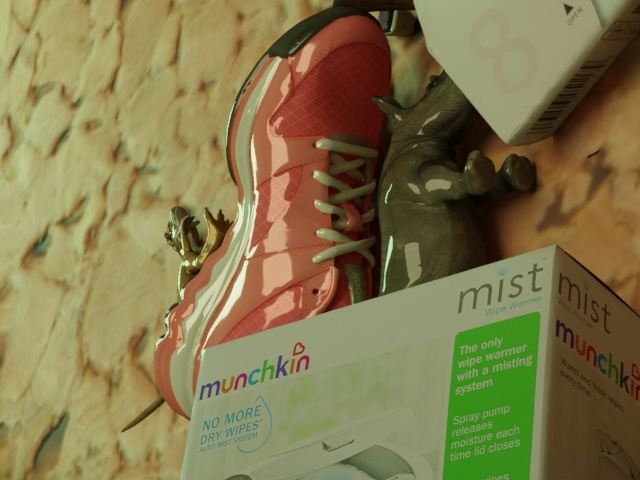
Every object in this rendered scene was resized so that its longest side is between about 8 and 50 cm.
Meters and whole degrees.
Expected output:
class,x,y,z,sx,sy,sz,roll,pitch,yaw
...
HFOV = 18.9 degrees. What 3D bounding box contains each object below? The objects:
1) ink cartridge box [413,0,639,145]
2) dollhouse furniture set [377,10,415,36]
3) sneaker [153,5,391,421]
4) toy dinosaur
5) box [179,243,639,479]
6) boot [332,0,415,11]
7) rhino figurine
class,x,y,z,sx,sy,sz,roll,pitch,yaw
ink cartridge box,0.115,-0.205,1.196,0.232,0.066,0.189,50,126,20
dollhouse furniture set,0.008,-0.193,1.378,0.114,0.081,0.091,-4,72,50
sneaker,0.000,0.000,1.307,0.136,0.116,0.314,30,106,43
toy dinosaur,-0.086,0.044,1.415,0.112,0.064,0.211,-52,22,33
box,0.051,0.155,1.075,0.262,0.127,0.231,-18,50,36
boot,0.061,-0.203,1.306,0.114,0.037,0.106,6,79,15
rhino figurine,0.078,-0.024,1.230,0.106,0.073,0.243,-26,54,39
